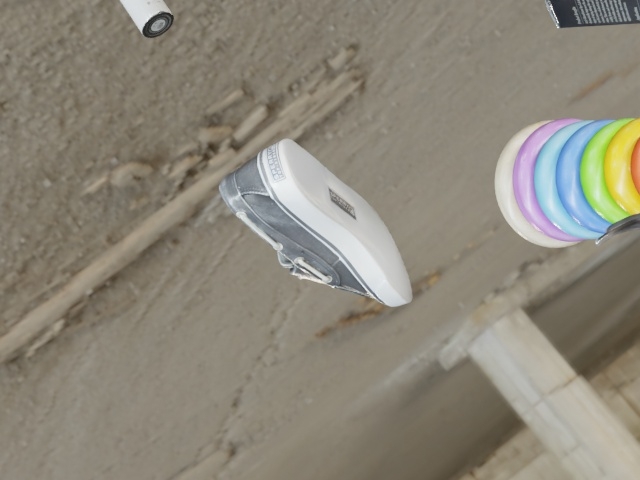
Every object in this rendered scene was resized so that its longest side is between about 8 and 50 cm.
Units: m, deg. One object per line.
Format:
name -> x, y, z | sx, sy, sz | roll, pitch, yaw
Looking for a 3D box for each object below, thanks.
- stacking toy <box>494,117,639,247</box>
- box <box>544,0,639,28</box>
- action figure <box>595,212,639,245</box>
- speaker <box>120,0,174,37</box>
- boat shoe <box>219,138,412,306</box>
stacking toy -> 0.299, -0.065, 0.998 | 0.141, 0.141, 0.330 | -34, -172, -15
box -> 0.417, -0.384, 1.404 | 0.108, 0.207, 0.153 | 41, 57, -56
action figure -> 0.340, 0.013, 0.709 | 0.141, 0.276, 0.164 | -67, 163, 11
speaker -> -0.275, -0.370, 1.552 | 0.055, 0.136, 0.055 | -31, 161, -12
boat shoe -> 0.000, 0.000, 1.169 | 0.102, 0.108, 0.301 | -26, 142, 21
